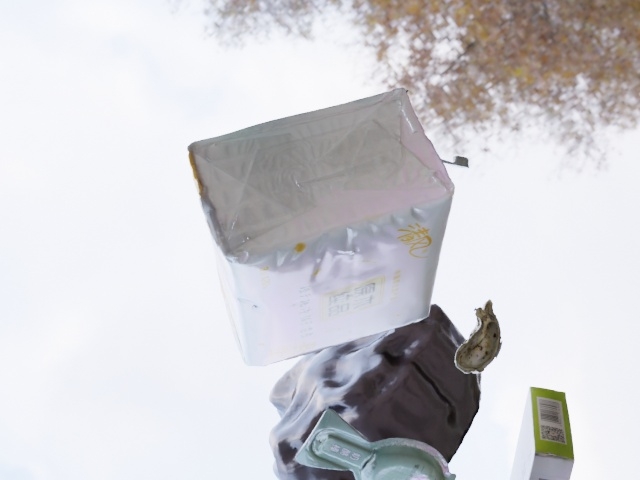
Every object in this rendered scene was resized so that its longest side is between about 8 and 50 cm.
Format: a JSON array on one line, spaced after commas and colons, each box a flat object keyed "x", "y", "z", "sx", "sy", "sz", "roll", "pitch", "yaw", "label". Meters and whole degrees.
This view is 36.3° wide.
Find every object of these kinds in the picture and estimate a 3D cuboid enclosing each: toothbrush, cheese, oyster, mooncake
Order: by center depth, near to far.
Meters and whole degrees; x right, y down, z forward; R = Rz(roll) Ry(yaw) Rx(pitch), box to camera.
[{"x": 0.046, "y": 0.169, "z": 0.740, "sx": 0.120, "sy": 0.067, "sz": 0.026, "roll": 24, "pitch": -151, "yaw": -11, "label": "cheese"}, {"x": 0.178, "y": 0.116, "z": 1.158, "sx": 0.083, "sy": 0.038, "sz": 0.081, "roll": -11, "pitch": -87, "yaw": -37, "label": "oyster"}, {"x": 0.142, "y": -0.121, "z": 1.378, "sx": 0.194, "sy": 0.014, "sz": 0.017, "roll": 6, "pitch": -95, "yaw": -38, "label": "toothbrush"}, {"x": 0.074, "y": 0.248, "z": 1.489, "sx": 0.350, "sy": 0.381, "sz": 0.212, "roll": -40, "pitch": -79, "yaw": -3, "label": "mooncake"}]

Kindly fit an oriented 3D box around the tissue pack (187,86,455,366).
[{"x": 0.000, "y": 0.000, "z": 0.828, "sx": 0.185, "sy": 0.225, "sz": 0.124, "roll": -18, "pitch": -117, "yaw": -9, "label": "tissue pack"}]

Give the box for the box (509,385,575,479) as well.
[{"x": 0.326, "y": 0.379, "z": 1.486, "sx": 0.062, "sy": 0.260, "sz": 0.175, "roll": 9, "pitch": -154, "yaw": 5, "label": "box"}]
